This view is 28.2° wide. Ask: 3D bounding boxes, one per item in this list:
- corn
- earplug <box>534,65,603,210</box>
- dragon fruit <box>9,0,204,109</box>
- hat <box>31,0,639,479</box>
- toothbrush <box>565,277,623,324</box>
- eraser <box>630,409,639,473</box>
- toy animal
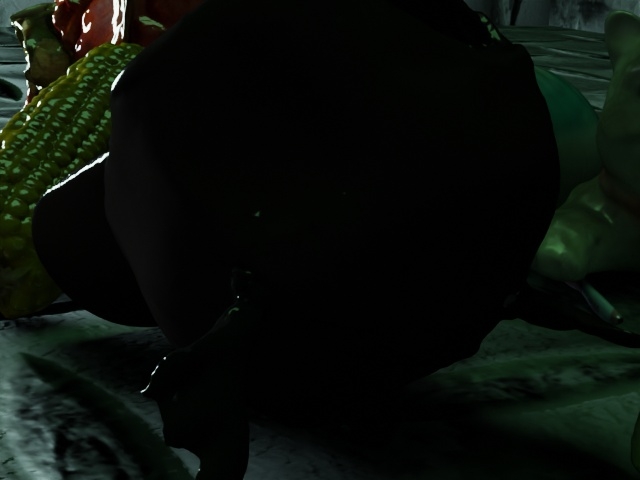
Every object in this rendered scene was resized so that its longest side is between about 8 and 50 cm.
[{"bbox_3d":[-0.168,-0.044,0.827,0.097,0.097,0.261,8,42,20],"label":"corn"},{"bbox_3d":[0.125,-0.063,0.980,0.185,0.185,0.324,12,9,33],"label":"earplug"},{"bbox_3d":[-0.081,-0.154,1.058,0.343,0.277,0.277,-3,15,-17],"label":"dragon fruit"},{"bbox_3d":[-0.006,0.031,0.625,0.238,0.208,0.336,3,-28,-35],"label":"hat"},{"bbox_3d":[0.175,0.027,0.892,0.019,0.013,0.193,-6,15,-6],"label":"toothbrush"},{"bbox_3d":[0.285,0.062,0.623,0.210,0.092,0.274,10,15,29],"label":"eraser"},{"bbox_3d":[0.329,-0.053,0.897,0.308,0.188,0.266,4,0,23],"label":"toy animal"}]
